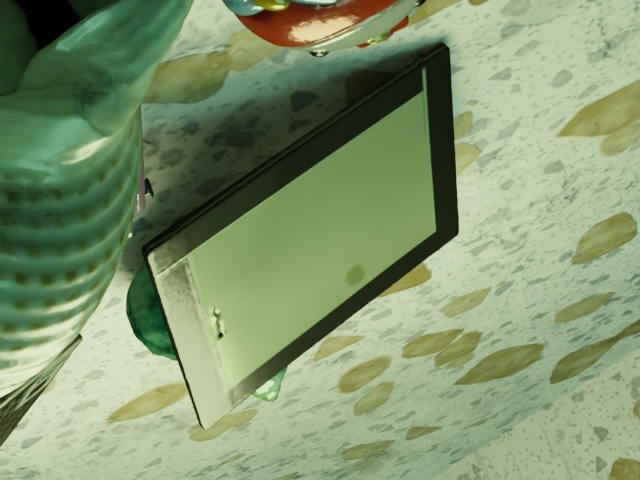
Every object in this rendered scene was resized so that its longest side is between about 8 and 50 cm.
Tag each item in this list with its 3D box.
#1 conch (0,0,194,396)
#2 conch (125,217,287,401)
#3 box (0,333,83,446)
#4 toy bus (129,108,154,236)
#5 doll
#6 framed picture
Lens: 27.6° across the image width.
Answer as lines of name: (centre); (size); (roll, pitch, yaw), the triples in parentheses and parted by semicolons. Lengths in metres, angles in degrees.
conch: (-0.227, -0.061, 0.763); (0.319, 0.303, 0.215); (-35, 174, -9)
conch: (-0.101, 0.077, 1.300); (0.202, 0.196, 0.134); (33, 94, -23)
box: (-0.377, 0.212, 1.370); (0.180, 0.047, 0.325); (-42, 175, -47)
toy bus: (-0.179, -0.081, 0.962); (0.096, 0.108, 0.199); (-18, 156, -15)
doll: (0.006, -0.196, 0.875); (0.161, 0.129, 0.290); (-23, 172, 11)
framed picture: (0.000, 0.000, 1.204); (0.347, 0.016, 0.265); (-37, 144, -21)
